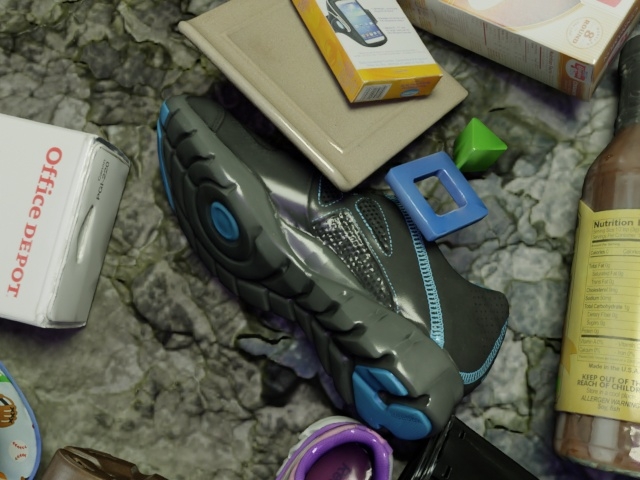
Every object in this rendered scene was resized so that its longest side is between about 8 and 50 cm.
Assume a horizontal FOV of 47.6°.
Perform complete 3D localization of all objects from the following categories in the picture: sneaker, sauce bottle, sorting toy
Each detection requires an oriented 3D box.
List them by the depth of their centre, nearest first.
[{"bbox_3d":[-0.019,0.221,0.518,0.095,0.104,0.236,36,62,1],"label":"sneaker"},{"bbox_3d":[0.254,0.006,0.563,0.111,0.111,0.344,12,77,4],"label":"sauce bottle"},{"bbox_3d":[0.005,-0.138,0.593,0.348,0.047,0.196,46,51,7],"label":"sorting toy"},{"bbox_3d":[0.000,0.000,0.594,0.139,0.125,0.341,-37,76,-31],"label":"sneaker"}]

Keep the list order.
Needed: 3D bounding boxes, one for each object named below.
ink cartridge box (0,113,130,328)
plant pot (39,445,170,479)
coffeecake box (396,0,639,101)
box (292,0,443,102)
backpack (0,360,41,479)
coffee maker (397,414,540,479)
[{"bbox_3d":[-0.291,-0.027,0.608,0.217,0.092,0.159,13,84,6],"label":"ink cartridge box"},{"bbox_3d":[-0.175,0.255,0.543,0.167,0.167,0.165,22,77,5],"label":"plant pot"},{"bbox_3d":[0.173,-0.221,0.594,0.185,0.068,0.142,31,85,22],"label":"coffeecake box"},{"bbox_3d":[0.032,-0.172,0.581,0.081,0.028,0.136,-12,63,-32],"label":"box"},{"bbox_3d":[-0.340,0.155,0.496,0.213,0.263,0.276,-39,89,28],"label":"backpack"},{"bbox_3d":[0.144,0.214,0.534,0.178,0.120,0.171,34,99,8],"label":"coffee maker"}]
